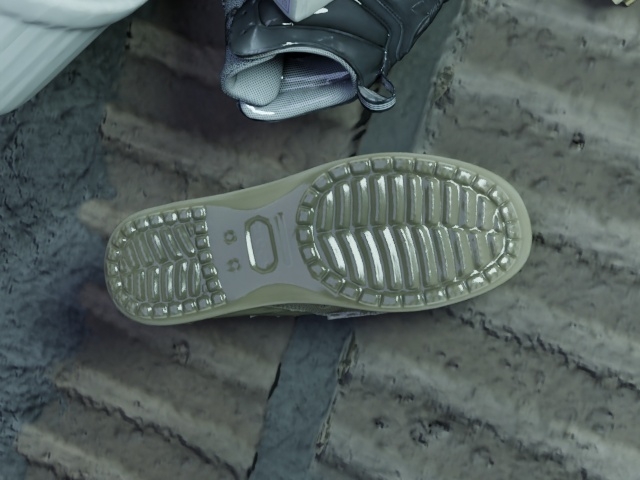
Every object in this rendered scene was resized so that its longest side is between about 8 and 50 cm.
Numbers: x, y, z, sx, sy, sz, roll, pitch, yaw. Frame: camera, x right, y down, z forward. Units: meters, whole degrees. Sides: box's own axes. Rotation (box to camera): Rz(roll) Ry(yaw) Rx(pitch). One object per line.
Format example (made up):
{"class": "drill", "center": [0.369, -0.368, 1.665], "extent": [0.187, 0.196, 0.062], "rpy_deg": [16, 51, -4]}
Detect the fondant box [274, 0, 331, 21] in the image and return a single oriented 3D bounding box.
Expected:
{"class": "fondant box", "center": [-0.018, -0.326, 1.086], "extent": [0.238, 0.096, 0.330], "rpy_deg": [-35, 72, -15]}

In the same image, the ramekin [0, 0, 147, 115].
{"class": "ramekin", "center": [-0.249, -0.209, 1.171], "extent": [0.135, 0.277, 0.277], "rpy_deg": [-43, 73, 28]}

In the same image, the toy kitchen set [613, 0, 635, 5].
{"class": "toy kitchen set", "center": [0.212, -0.149, 1.055], "extent": [0.083, 0.068, 0.075], "rpy_deg": [-37, 76, 22]}

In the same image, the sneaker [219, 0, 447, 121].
{"class": "sneaker", "center": [-0.053, -0.167, 1.120], "extent": [0.268, 0.101, 0.153], "rpy_deg": [19, 67, 12]}

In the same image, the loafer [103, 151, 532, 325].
{"class": "loafer", "center": [0.000, 0.000, 1.152], "extent": [0.268, 0.092, 0.102], "rpy_deg": [-4, 91, 10]}
